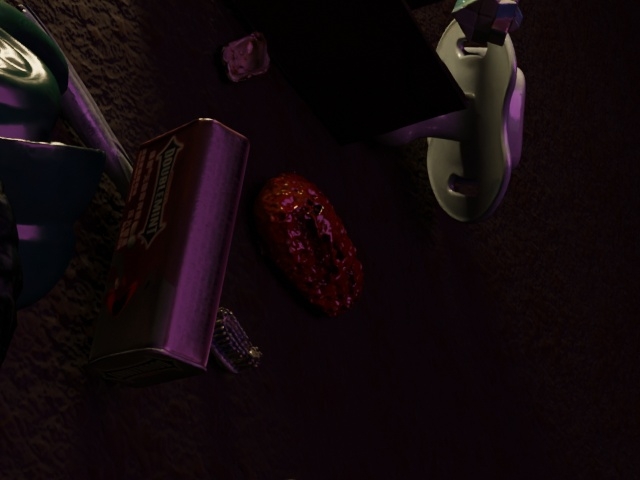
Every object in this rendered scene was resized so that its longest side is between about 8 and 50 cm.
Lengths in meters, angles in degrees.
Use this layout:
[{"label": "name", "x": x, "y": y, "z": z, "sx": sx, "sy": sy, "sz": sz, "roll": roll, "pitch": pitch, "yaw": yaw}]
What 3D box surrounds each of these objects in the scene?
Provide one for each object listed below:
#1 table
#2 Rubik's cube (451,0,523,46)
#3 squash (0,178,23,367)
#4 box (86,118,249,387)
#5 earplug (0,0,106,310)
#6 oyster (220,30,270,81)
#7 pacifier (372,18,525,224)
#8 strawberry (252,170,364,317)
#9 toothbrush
[{"label": "table", "x": 0.046, "y": -0.311, "z": 1.627, "sx": 0.282, "sy": 0.196, "sz": 0.250, "roll": 51, "pitch": 35, "yaw": -38}, {"label": "Rubik's cube", "x": 0.210, "y": -0.272, "z": 1.622, "sx": 0.075, "sy": 0.084, "sz": 0.073, "roll": -49, "pitch": 117, "yaw": -41}, {"label": "squash", "x": -0.307, "y": 0.018, "z": 0.823, "sx": 0.252, "sy": 0.165, "sz": 0.252, "roll": 12, "pitch": 69, "yaw": -33}, {"label": "box", "x": -0.132, "y": 0.012, "z": 1.173, "sx": 0.069, "sy": 0.120, "sz": 0.224, "roll": 28, "pitch": 62, "yaw": -34}, {"label": "earplug", "x": -0.262, "y": -0.070, "z": 1.044, "sx": 0.164, "sy": 0.257, "sz": 0.280, "roll": 8, "pitch": 83, "yaw": -24}, {"label": "oyster", "x": -0.084, "y": -0.204, "z": 1.501, "sx": 0.051, "sy": 0.034, "sz": 0.093, "roll": 55, "pitch": 41, "yaw": 2}, {"label": "pacifier", "x": 0.156, "y": -0.168, "z": 1.776, "sx": 0.226, "sy": 0.238, "sz": 0.287, "roll": 1, "pitch": 100, "yaw": -29}, {"label": "strawberry", "x": 0.000, "y": 0.000, "z": 1.486, "sx": 0.188, "sy": 0.082, "sz": 0.121, "roll": 51, "pitch": 33, "yaw": -28}, {"label": "toothbrush", "x": -0.172, "y": -0.041, "z": 1.256, "sx": 0.413, "sy": 0.042, "sz": 0.035, "roll": 59, "pitch": 32, "yaw": -19}]
